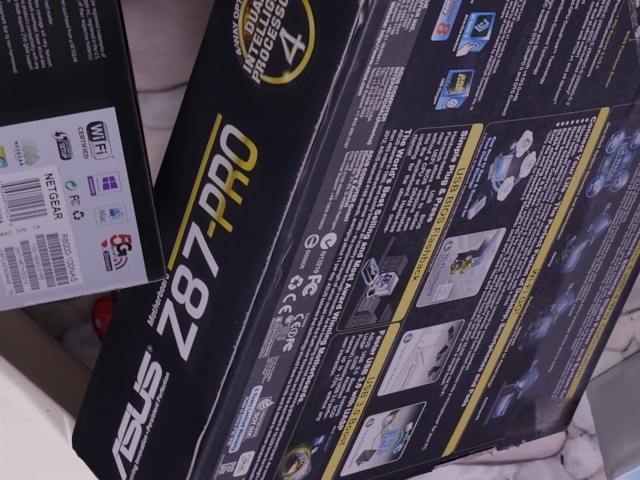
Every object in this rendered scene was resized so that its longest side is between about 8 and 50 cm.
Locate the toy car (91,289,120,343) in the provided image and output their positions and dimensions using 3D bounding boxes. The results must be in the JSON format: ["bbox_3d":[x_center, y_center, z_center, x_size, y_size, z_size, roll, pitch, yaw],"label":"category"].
[{"bbox_3d":[0.000,0.000,1.064,0.239,0.053,0.225,4,126,-17],"label":"toy car"}]

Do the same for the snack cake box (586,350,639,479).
[{"bbox_3d":[0.279,0.198,1.168,0.089,0.152,0.264,-33,104,12],"label":"snack cake box"}]

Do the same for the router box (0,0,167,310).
[{"bbox_3d":[-0.137,-0.165,0.780,0.081,0.243,0.309,-11,130,-5],"label":"router box"}]

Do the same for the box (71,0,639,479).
[{"bbox_3d":[0.071,-0.053,0.907,0.318,0.097,0.395,-9,129,-43],"label":"box"}]

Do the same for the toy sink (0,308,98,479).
[{"bbox_3d":[-0.155,0.145,1.004,0.234,0.153,0.131,42,92,-8],"label":"toy sink"}]
